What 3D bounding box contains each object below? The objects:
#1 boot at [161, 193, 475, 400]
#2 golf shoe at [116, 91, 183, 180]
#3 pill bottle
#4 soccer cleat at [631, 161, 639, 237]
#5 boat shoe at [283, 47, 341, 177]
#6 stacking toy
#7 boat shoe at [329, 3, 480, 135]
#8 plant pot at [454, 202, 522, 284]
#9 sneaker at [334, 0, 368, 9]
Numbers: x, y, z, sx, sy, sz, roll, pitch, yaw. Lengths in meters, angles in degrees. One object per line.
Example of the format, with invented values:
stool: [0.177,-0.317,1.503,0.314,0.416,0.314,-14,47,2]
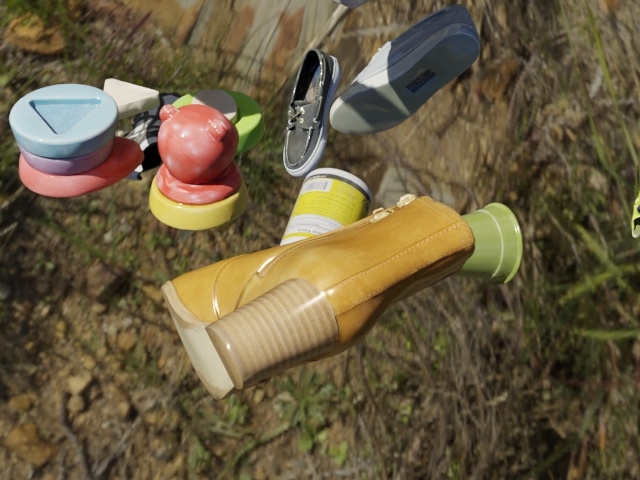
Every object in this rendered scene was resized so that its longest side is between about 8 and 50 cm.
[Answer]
boot: [-0.005,0.040,0.920,0.211,0.295,0.104,-26,97,-16]
golf shoe: [-0.245,-0.146,1.693,0.094,0.198,0.077,27,138,17]
pill bottle: [0.000,0.000,1.001,0.065,0.116,0.065,15,150,9]
soccer cleat: [0.507,-0.061,1.746,0.093,0.289,0.121,42,102,-2]
boat shoe: [-0.016,-0.138,1.229,0.049,0.142,0.040,3,162,36]
stacking toy: [-0.216,-0.161,1.445,0.309,0.279,0.130,11,130,11]
boat shoe: [0.104,-0.212,1.434,0.227,0.081,0.079,-32,130,32]
plant pot: [0.145,0.006,1.149,0.079,0.083,0.083,-5,119,-27]
sneaker: [0.063,-0.407,1.192,0.127,0.315,0.182,24,153,25]
